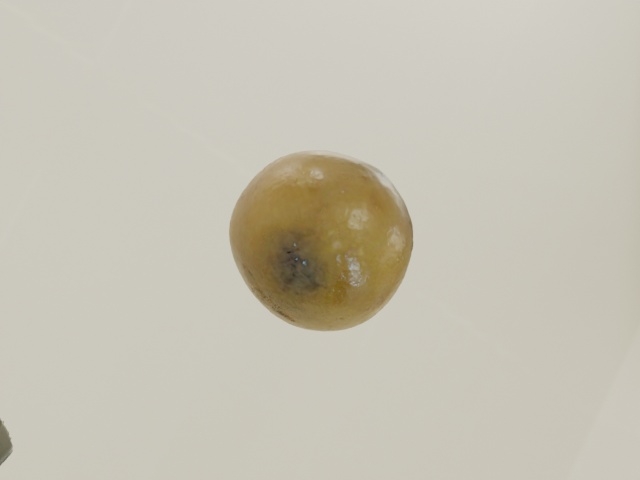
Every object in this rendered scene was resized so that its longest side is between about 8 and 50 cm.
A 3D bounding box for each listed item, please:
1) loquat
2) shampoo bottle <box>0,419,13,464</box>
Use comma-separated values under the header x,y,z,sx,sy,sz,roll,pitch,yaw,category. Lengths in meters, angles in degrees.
x,y,z,sx,sy,sz,roll,pitch,yaw,category
0.000,0.000,2.317,0.263,0.263,0.263,26,-7,3,loquat
-0.327,0.188,1.243,0.086,0.227,0.056,45,35,-7,shampoo bottle
